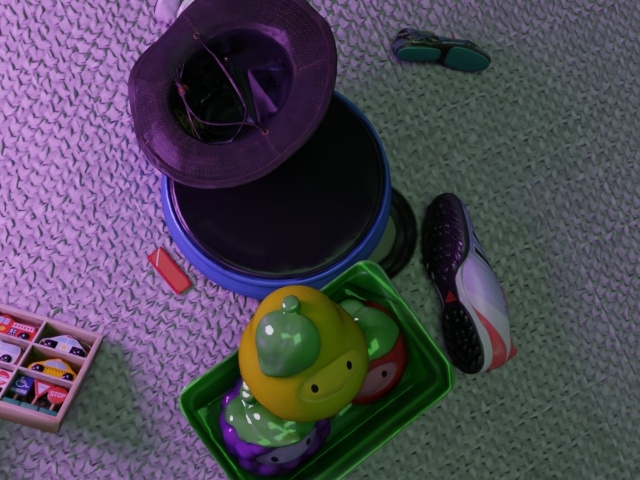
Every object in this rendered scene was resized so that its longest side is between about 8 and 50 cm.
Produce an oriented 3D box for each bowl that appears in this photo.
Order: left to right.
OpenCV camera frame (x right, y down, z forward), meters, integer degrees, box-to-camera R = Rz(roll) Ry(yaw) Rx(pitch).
[{"bbox_3d":[-0.071,-0.097,1.075,0.392,0.077,0.390,1,76,-4],"label":"bowl"}]

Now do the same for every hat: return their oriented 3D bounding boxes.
[{"bbox_3d":[-0.119,-0.219,0.996,0.332,0.134,0.330,-3,77,13],"label":"hat"}]

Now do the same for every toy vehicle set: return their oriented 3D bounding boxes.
[{"bbox_3d":[-0.485,0.173,0.961,0.267,0.035,0.165,19,40,-8],"label":"toy vehicle set"}]

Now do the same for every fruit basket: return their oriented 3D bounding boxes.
[{"bbox_3d":[-0.004,0.200,0.930,0.392,0.392,0.282,-35,89,-13],"label":"fruit basket"}]

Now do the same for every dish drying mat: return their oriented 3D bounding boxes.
[{"bbox_3d":[-0.253,0.051,1.085,0.032,0.008,0.083,-40,90,-14],"label":"dish drying mat"}]

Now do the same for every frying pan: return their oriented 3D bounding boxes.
[{"bbox_3d":[0.019,0.022,1.118,0.326,0.053,0.197,-36,86,-8],"label":"frying pan"}]

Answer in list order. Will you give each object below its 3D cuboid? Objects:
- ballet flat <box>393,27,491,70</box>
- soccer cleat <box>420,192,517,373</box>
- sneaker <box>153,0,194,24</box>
[{"bbox_3d":[0.230,-0.364,1.210,0.189,0.070,0.070,6,81,-13],"label":"ballet flat"},{"bbox_3d":[0.265,0.071,1.143,0.117,0.109,0.317,-5,79,-34],"label":"soccer cleat"},{"bbox_3d":[-0.173,-0.486,1.136,0.118,0.110,0.292,31,86,-13],"label":"sneaker"}]
